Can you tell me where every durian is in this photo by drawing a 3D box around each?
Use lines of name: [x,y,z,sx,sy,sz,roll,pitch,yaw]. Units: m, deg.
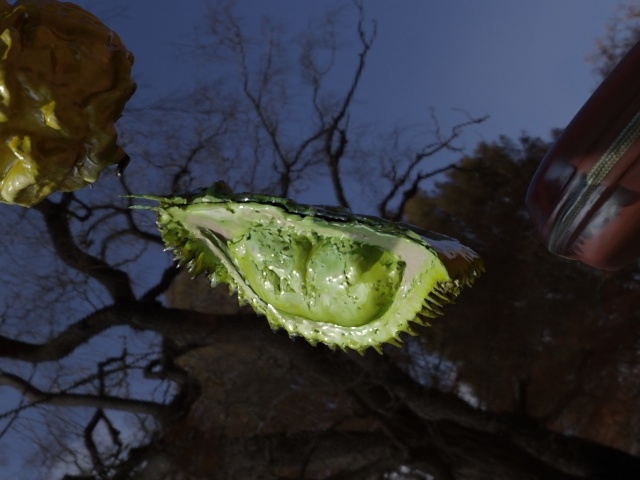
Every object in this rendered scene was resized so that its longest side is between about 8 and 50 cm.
durian: [0.000,0.000,0.788,0.158,0.351,0.169,-57,-38,-27]

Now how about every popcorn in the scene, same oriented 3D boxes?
popcorn: [-0.314,-0.155,0.948,0.249,0.225,0.249,-161,90,-82]

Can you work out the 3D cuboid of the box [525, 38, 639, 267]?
box: [0.328,-0.083,0.833,0.263,0.108,0.404,-52,-20,11]
